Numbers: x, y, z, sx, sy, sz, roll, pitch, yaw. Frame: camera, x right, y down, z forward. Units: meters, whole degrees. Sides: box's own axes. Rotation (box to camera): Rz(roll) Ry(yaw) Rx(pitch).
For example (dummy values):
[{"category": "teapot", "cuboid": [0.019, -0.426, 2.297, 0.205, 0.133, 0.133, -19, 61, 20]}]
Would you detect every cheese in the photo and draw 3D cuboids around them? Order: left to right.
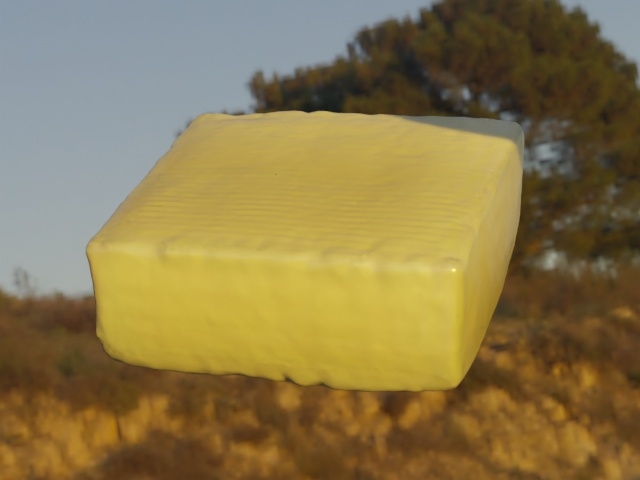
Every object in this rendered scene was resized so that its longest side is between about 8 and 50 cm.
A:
[{"category": "cheese", "cuboid": [0.000, 0.000, 1.057, 0.265, 0.124, 0.242, 4, 34, 18]}]
